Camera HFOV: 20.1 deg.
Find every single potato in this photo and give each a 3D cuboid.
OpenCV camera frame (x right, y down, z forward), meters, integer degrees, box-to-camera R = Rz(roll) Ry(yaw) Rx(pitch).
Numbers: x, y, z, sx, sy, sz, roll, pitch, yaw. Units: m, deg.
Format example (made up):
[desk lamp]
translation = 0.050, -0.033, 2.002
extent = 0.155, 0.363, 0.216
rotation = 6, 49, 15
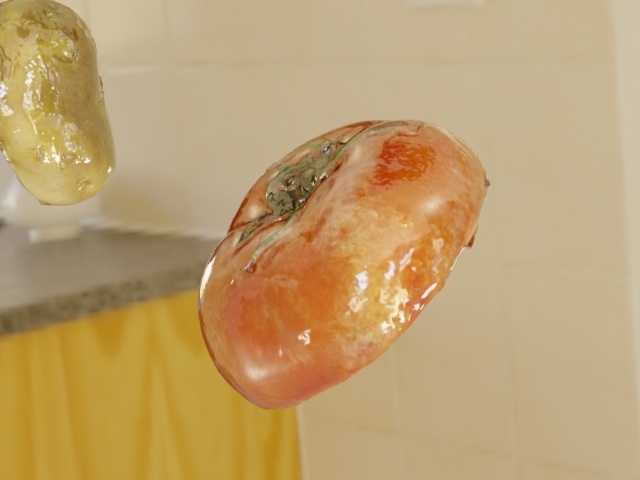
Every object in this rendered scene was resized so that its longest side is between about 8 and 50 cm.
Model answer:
[potato]
translation = -0.238, -0.133, 1.677
extent = 0.081, 0.200, 0.164
rotation = -9, 18, 18

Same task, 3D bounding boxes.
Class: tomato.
[tomato]
translation = 0.000, 0.000, 1.235
extent = 0.237, 0.095, 0.237
rotation = -41, 20, 18
